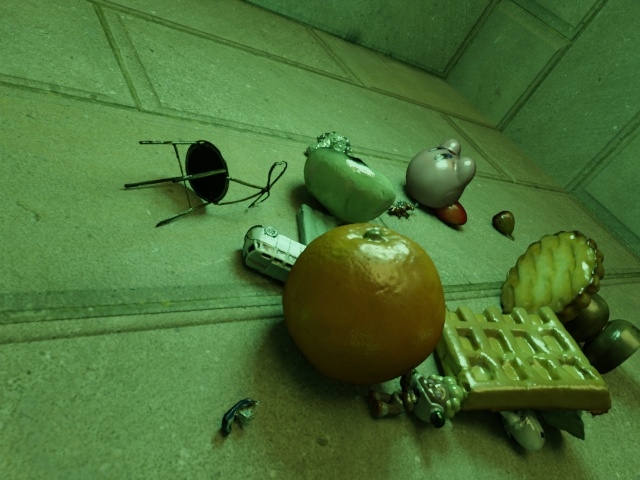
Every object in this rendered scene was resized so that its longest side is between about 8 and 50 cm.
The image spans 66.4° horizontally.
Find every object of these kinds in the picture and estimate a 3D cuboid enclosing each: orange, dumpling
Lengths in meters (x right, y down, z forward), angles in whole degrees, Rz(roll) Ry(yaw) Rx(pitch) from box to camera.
[{"bbox_3d":[0.081,0.116,0.934,0.312,0.312,0.312,23,34,-17],"label":"orange"},{"bbox_3d":[0.533,0.384,1.159,0.108,0.152,0.219,-8,37,-16],"label":"dumpling"}]

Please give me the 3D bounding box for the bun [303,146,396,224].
[{"bbox_3d":[0.067,-0.137,1.374,0.283,0.179,0.283,29,3,-1],"label":"bun"}]

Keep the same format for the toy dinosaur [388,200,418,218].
[{"bbox_3d":[0.278,-0.106,1.629,0.154,0.049,0.055,-11,49,-42],"label":"toy dinosaur"}]

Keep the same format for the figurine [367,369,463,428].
[{"bbox_3d":[0.193,0.308,0.964,0.197,0.093,0.147,13,27,-28],"label":"figurine"}]

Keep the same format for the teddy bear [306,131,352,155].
[{"bbox_3d":[0.050,-0.323,1.656,0.133,0.111,0.213,42,34,6],"label":"teddy bear"}]

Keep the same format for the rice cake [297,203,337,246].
[{"bbox_3d":[0.000,0.000,1.252,0.124,0.038,0.211,22,35,-18],"label":"rice cake"}]

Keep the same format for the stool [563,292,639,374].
[{"bbox_3d":[0.820,0.254,1.511,0.264,0.179,0.179,46,34,19],"label":"stool"}]

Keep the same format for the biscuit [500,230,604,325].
[{"bbox_3d":[0.678,0.122,1.429,0.107,0.326,0.325,33,31,-16],"label":"biscuit"}]

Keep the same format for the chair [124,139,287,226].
[{"bbox_3d":[-0.254,-0.148,1.122,0.170,0.160,0.326,46,38,17],"label":"chair"}]

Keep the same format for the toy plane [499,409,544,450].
[{"bbox_3d":[0.434,0.384,1.092,0.174,0.080,0.174,42,22,-21],"label":"toy plane"}]

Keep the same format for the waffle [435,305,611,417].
[{"bbox_3d":[0.441,0.263,1.123,0.348,0.077,0.304,2,29,-6],"label":"waffle"}]

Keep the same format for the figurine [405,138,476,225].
[{"bbox_3d":[0.413,-0.212,1.762,0.211,0.261,0.269,-7,45,-9],"label":"figurine"}]

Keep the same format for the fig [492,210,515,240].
[{"bbox_3d":[0.746,-0.056,1.960,0.089,0.089,0.125,-15,76,-50],"label":"fig"}]

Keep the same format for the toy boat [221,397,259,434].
[{"bbox_3d":[-0.124,0.277,0.777,0.038,0.038,0.083,41,33,12],"label":"toy boat"}]

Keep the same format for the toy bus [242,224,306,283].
[{"bbox_3d":[-0.082,0.043,1.083,0.194,0.087,0.089,25,43,-15],"label":"toy bus"}]
